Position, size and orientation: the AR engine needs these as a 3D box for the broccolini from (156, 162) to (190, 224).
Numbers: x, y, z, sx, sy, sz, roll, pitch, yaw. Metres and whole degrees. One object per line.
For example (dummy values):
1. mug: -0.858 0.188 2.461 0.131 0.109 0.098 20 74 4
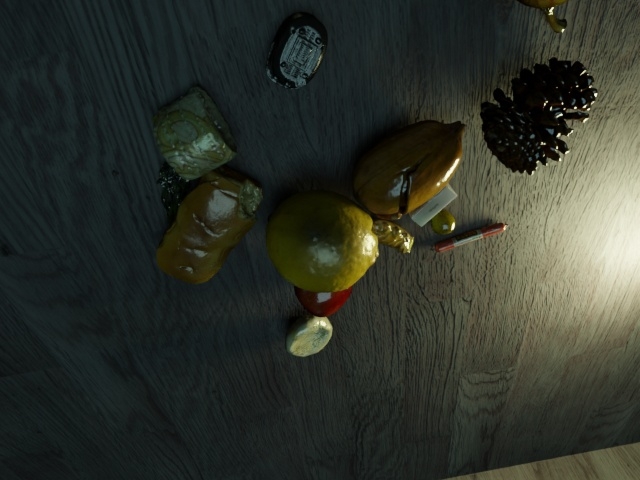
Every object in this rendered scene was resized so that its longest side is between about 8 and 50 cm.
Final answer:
1. broccolini: -0.390 -0.115 1.167 0.091 0.068 0.202 -10 131 -27

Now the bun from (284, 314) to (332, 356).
1. bun: -0.052 0.322 1.527 0.183 0.102 0.183 -17 135 -18

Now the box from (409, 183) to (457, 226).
1. box: 0.299 -0.128 1.226 0.051 0.129 0.130 33 116 -29

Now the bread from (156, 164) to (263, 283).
1. bread: -0.303 -0.037 1.178 0.195 0.149 0.344 23 120 -31

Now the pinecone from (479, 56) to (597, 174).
1. pinecone: 0.541 -0.312 1.066 0.292 0.246 0.246 -42 123 3

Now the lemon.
1. lemon: 0.000 0.001 1.175 0.297 0.297 0.297 -4 127 -6

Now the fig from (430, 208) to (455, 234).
1. fig: 0.372 -0.061 1.328 0.074 0.074 0.088 -26 108 11

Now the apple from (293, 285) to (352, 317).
1. apple: 0.011 0.144 1.358 0.168 0.181 0.181 -29 126 10

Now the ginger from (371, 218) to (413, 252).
1. ginger: 0.201 -0.024 1.319 0.205 0.081 0.115 9 131 -14

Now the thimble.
1. thimble: -0.301 -0.253 1.033 0.143 0.137 0.190 -24 104 10

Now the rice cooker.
1. rice cooker: -0.052 -0.420 0.969 0.112 0.106 0.165 17 111 -25

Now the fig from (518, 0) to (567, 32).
1. fig: 0.494 -0.551 0.920 0.217 0.217 0.321 -30 146 13

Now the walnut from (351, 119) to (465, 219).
1. walnut: 0.236 -0.195 1.129 0.336 0.209 0.209 -38 123 10

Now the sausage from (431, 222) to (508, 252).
1. sausage: 0.481 -0.009 1.406 0.253 0.034 0.034 -20 127 6
